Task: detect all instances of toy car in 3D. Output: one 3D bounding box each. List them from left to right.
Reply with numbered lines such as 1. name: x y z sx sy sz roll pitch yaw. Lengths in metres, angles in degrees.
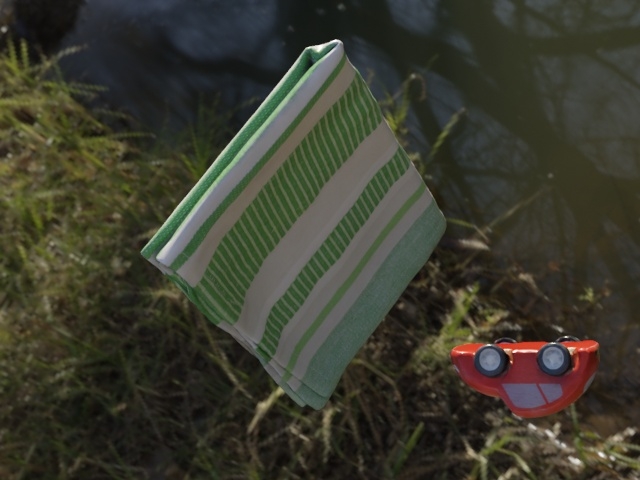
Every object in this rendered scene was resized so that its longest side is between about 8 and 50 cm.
1. toy car: 0.222 0.086 0.635 0.225 0.239 0.053 171 96 -76

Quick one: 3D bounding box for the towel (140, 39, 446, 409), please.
1. towel: 0.000 0.000 0.924 0.038 0.325 0.248 29 77 35
